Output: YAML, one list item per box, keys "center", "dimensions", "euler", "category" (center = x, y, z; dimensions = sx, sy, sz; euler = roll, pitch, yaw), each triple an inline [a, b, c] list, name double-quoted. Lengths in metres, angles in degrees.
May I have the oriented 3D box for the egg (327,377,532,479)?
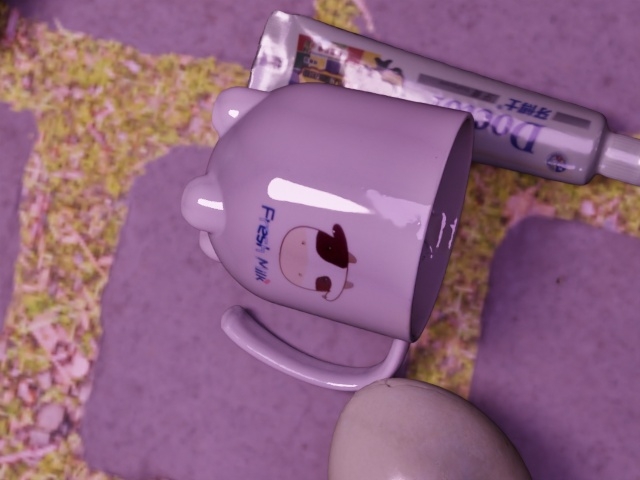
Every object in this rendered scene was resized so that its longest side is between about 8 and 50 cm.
- center: [0.063, 0.149, 0.905]
  dimensions: [0.114, 0.114, 0.152]
  euler: [-29, 80, 3]
  category: "egg"

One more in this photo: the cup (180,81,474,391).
- center: [0.004, -0.012, 0.926]
  dimensions: [0.142, 0.173, 0.134]
  euler: [13, 58, 12]
  category: "cup"

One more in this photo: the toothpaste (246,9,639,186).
- center: [0.079, -0.076, 0.955]
  dimensions: [0.255, 0.037, 0.067]
  euler: [16, 97, 9]
  category: "toothpaste"
